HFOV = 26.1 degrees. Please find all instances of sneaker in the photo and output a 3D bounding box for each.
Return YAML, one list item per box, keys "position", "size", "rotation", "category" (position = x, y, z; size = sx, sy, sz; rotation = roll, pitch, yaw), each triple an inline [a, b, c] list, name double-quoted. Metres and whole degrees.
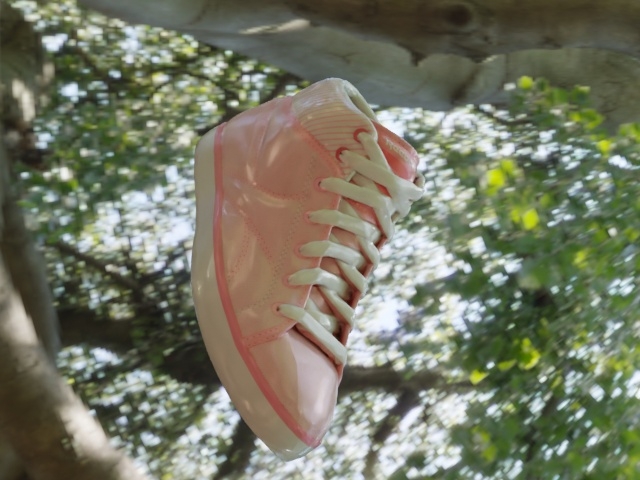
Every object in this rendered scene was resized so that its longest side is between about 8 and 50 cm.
- position: [0.000, 0.000, 0.432]
  size: [0.070, 0.051, 0.134]
  rotation: [-26, -136, 18]
  category: "sneaker"
